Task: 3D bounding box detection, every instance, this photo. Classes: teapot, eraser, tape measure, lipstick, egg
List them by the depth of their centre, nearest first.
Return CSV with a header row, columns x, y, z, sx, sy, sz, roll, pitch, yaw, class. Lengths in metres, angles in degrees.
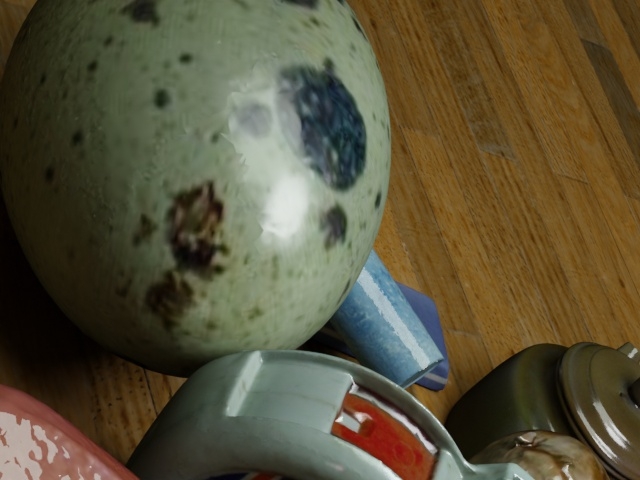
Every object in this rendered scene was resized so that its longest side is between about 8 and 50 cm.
x,y,z,sx,sy,sz,roll,pitch,yaw,class
-0.007,0.184,1.267,0.246,0.243,0.125,44,33,-10,tape measure
-0.088,-0.069,1.381,0.288,0.287,0.379,27,25,-32,egg
0.000,0.000,1.564,0.274,0.061,0.068,56,33,10,lipstick
0.222,0.173,1.628,0.185,0.175,0.267,43,33,-7,teapot
0.029,0.058,1.635,0.225,0.036,0.082,25,40,-35,eraser

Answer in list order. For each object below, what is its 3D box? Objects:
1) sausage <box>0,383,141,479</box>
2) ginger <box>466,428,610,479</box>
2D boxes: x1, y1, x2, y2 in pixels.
x,y,z,sx,sy,sz,roll,pitch,yaw,class
-0.157,0.200,1.156,0.280,0.152,0.152,41,33,-15,sausage
0.217,0.312,1.373,0.375,0.256,0.176,42,48,6,ginger
